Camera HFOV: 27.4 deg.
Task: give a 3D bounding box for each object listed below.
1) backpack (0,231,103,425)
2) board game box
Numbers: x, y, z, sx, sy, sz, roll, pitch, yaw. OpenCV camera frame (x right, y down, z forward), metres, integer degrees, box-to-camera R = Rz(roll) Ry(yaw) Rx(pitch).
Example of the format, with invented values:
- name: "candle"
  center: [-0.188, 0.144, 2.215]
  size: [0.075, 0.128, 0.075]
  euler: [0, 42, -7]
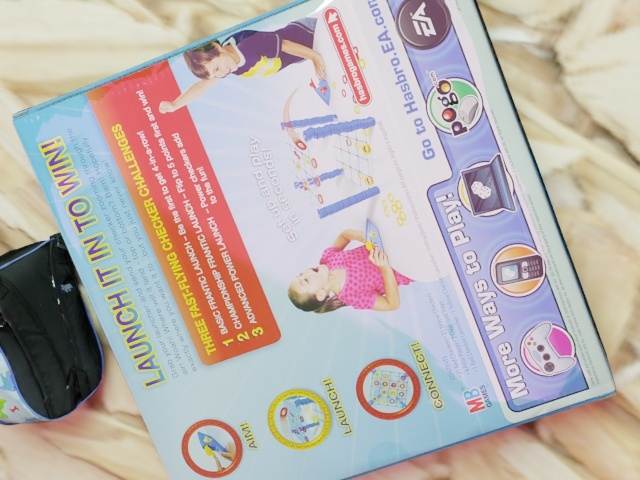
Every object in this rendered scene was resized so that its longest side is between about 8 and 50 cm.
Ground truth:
- name: "backpack"
  center: [-0.209, 0.069, 0.910]
  size: [0.084, 0.105, 0.114]
  euler: [-16, 102, 33]
- name: "board game box"
  center: [0.000, 0.000, 0.874]
  size: [0.302, 0.086, 0.308]
  euler: [-20, 100, 11]
